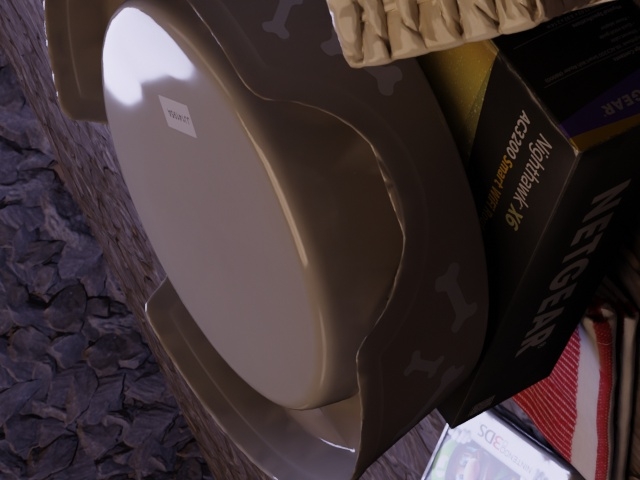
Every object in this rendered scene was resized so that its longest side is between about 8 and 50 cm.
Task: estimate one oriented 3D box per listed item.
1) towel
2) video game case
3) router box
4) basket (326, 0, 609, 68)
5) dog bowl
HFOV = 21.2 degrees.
[{"bbox_3d":[0.099,0.008,1.168,0.329,0.037,0.237,51,164,33],"label":"towel"},{"bbox_3d":[0.115,0.232,1.310,0.022,0.190,0.173,21,-174,-28],"label":"video game case"},{"bbox_3d":[0.065,-0.068,0.955,0.243,0.081,0.309,54,156,22],"label":"router box"},{"bbox_3d":[0.054,-0.163,0.719,0.113,0.103,0.167,-10,105,35],"label":"basket"},{"bbox_3d":[-0.033,-0.031,0.970,0.349,0.102,0.349,48,153,35],"label":"dog bowl"}]
